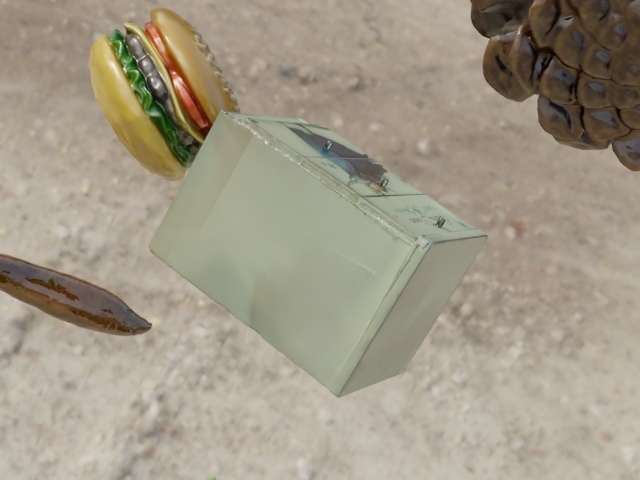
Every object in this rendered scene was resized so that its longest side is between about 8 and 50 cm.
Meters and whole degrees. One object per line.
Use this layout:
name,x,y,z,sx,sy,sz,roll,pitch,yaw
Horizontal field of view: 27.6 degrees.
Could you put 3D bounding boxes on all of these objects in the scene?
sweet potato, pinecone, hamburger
sweet potato,-0.307,0.057,1.472,0.265,0.057,0.057,23,31,-26
pinecone,0.176,-0.149,0.724,0.208,0.207,0.207,21,32,-14
hamburger,-0.144,-0.136,1.219,0.162,0.115,0.162,61,2,-3

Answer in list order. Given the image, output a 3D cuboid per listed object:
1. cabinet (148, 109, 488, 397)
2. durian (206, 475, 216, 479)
cabinet,0.000,0.000,1.082,0.206,0.150,0.145,36,17,19
durian,-0.125,0.387,1.377,0.204,0.255,0.339,26,-12,-4
